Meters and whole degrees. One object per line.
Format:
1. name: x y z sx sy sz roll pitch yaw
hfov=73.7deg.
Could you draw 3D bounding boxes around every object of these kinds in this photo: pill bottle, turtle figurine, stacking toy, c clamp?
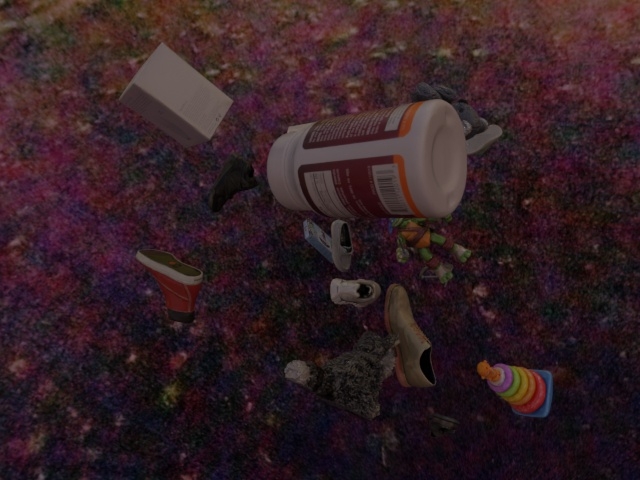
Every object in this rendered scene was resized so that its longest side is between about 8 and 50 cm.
1. pill bottle: 0.086 -0.158 0.915 0.392 0.224 0.224 3 52 39
2. turtle figurine: 0.339 0.006 1.325 0.198 0.266 0.274 -56 9 -27
3. stacking toy: 0.682 0.517 1.563 0.165 0.301 0.175 -27 40 60
4. c clamp: 0.452 0.132 1.679 0.160 0.022 0.137 -3 34 51

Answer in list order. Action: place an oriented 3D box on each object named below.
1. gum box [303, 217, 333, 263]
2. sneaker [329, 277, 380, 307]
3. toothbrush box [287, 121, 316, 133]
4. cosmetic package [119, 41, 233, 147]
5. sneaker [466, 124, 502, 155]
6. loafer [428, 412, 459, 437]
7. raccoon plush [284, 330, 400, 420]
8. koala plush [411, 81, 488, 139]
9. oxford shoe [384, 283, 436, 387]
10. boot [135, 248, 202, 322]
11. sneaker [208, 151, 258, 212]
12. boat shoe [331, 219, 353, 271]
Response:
1. gum box: 0.000 0.000 1.955 0.041 0.184 0.157 -39 27 17
2. sneaker: 0.157 0.191 1.567 0.118 0.292 0.110 -9 80 34
3. toothbrush box: 0.047 -0.262 1.259 0.295 0.126 0.216 -7 38 8
4. cosmetic package: -0.398 -0.384 1.169 0.224 0.224 0.138 9 69 56
5. sneaker: 0.646 -0.392 1.837 0.255 0.151 0.094 -23 72 -12
6. loafer: 0.444 0.686 1.560 0.096 0.267 0.084 15 70 13
7. raccoon plush: 0.108 0.380 1.371 0.216 0.446 0.299 10 64 33
8. koala plush: 0.422 -0.389 1.394 0.221 0.204 0.196 27 29 32
9. oxford shoe: 0.346 0.352 1.598 0.140 0.397 0.146 -15 2 -44
10. boot: -0.445 0.135 1.218 0.244 0.176 0.088 24 20 27
11. sneaker: -0.308 -0.185 1.521 0.130 0.087 0.228 30 95 7
12. boat shoe: 0.096 0.027 1.793 0.079 0.228 0.081 -14 12 -29
